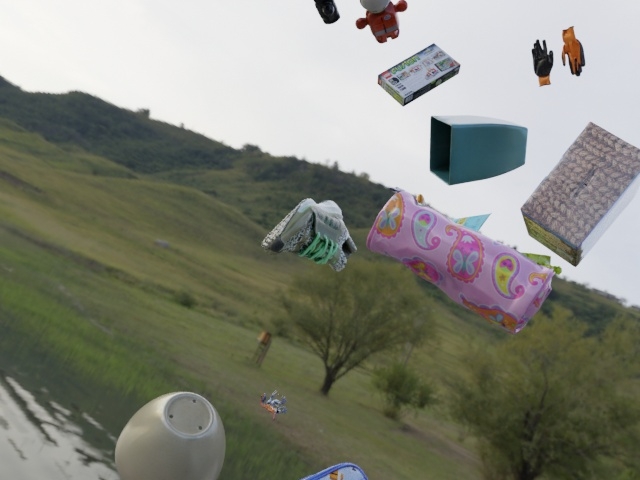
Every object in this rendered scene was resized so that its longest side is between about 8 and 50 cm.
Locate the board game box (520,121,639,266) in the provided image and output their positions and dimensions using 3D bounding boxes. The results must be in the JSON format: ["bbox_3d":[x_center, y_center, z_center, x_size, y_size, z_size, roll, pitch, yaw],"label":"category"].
[{"bbox_3d":[0.590,-0.090,1.293,0.141,0.232,0.291,40,7,25],"label":"board game box"}]

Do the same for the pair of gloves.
[{"bbox_3d":[0.364,-0.281,0.882,0.010,0.074,0.083,-20,8,-35],"label":"pair of gloves"}]

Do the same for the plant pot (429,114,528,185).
[{"bbox_3d":[0.445,-0.262,1.606,0.234,0.166,0.165,-5,22,-7],"label":"plant pot"}]

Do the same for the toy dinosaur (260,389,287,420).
[{"bbox_3d":[-0.110,0.359,1.259,0.082,0.047,0.090,-13,-1,32],"label":"toy dinosaur"}]

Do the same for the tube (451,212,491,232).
[{"bbox_3d":[0.275,-0.018,1.235,0.052,0.080,0.207,44,-23,-18],"label":"tube"}]

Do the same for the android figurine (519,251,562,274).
[{"bbox_3d":[0.414,0.053,1.342,0.273,0.056,0.248,5,-2,37],"label":"android figurine"}]

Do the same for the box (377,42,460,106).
[{"bbox_3d":[0.273,-0.462,1.592,0.114,0.207,0.036,50,-18,25],"label":"box"}]

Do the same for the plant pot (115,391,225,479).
[{"bbox_3d":[-0.364,0.503,1.484,0.284,0.191,0.284,20,33,-14],"label":"plant pot"}]

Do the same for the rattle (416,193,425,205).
[{"bbox_3d":[0.356,-0.030,1.647,0.130,0.143,0.199,-4,30,-47],"label":"rattle"}]

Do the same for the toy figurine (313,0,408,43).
[{"bbox_3d":[0.087,-0.507,1.083,0.213,0.209,0.148,30,-5,22],"label":"toy figurine"}]

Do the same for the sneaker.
[{"bbox_3d":[0.000,0.000,1.504,0.182,0.158,0.410,48,23,10],"label":"sneaker"}]

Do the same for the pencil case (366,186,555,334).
[{"bbox_3d":[0.212,0.027,0.895,0.284,0.124,0.124,32,-7,26],"label":"pencil case"}]

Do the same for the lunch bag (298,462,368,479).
[{"bbox_3d":[-0.006,0.560,1.074,0.303,0.115,0.243,-3,56,-43],"label":"lunch bag"}]
